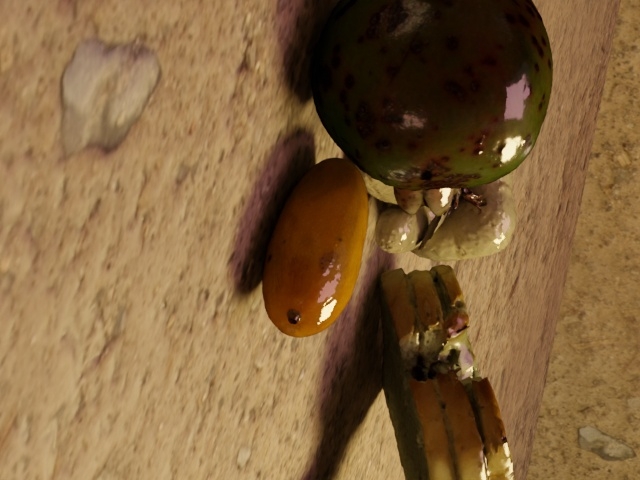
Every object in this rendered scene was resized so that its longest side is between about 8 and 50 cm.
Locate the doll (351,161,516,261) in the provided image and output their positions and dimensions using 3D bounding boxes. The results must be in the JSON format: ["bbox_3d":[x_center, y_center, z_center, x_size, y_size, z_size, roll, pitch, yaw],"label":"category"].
[{"bbox_3d":[0.111,-0.066,1.572,0.175,0.149,0.278,-45,153,7],"label":"doll"}]

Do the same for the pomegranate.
[{"bbox_3d":[0.087,-0.113,1.303,0.248,0.202,0.202,85,23,-49],"label":"pomegranate"}]

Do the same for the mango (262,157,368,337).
[{"bbox_3d":[0.000,0.000,1.297,0.190,0.075,0.098,-70,-175,-46],"label":"mango"}]

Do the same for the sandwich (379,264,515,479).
[{"bbox_3d":[0.129,0.184,1.714,0.249,0.095,0.273,86,-7,-49],"label":"sandwich"}]
